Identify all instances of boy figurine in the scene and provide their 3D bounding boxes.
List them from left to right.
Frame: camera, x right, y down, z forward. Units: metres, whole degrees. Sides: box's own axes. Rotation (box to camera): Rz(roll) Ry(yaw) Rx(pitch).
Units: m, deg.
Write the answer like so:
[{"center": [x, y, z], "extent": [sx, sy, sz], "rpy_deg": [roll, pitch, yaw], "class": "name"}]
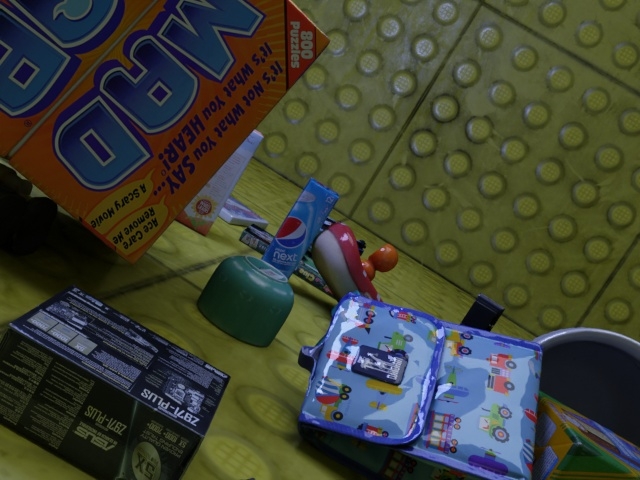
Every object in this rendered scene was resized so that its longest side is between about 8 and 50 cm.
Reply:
[{"center": [-0.446, -0.089, 0.967], "extent": [0.285, 0.092, 0.177], "rpy_deg": [40, 14, 28], "class": "boy figurine"}]

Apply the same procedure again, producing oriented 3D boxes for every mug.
[{"center": [-0.109, 0.076, 1.161], "extent": [0.129, 0.097, 0.158], "rpy_deg": [26, 10, -30], "class": "mug"}, {"center": [0.455, 0.312, 1.247], "extent": [0.374, 0.276, 0.328], "rpy_deg": [39, 2, 13], "class": "mug"}]

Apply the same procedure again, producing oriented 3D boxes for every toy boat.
[{"center": [0.087, 0.058, 1.540], "extent": [0.231, 0.151, 0.151], "rpy_deg": [59, -9, -26], "class": "toy boat"}]

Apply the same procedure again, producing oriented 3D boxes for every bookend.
[{"center": [0.361, 0.212, 1.823], "extent": [0.072, 0.157, 0.156], "rpy_deg": [33, 8, 12], "class": "bookend"}]

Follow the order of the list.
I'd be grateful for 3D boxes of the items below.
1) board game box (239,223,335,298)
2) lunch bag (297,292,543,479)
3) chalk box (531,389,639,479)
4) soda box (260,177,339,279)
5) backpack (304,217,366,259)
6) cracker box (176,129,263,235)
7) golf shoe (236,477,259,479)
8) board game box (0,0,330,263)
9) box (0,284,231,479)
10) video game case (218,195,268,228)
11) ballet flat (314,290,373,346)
[{"center": [-0.058, 0.046, 1.742], "extent": [0.259, 0.030, 0.136], "rpy_deg": [32, 7, 0], "class": "board game box"}, {"center": [0.109, 0.196, 0.965], "extent": [0.293, 0.138, 0.221], "rpy_deg": [22, 44, 1], "class": "lunch bag"}, {"center": [0.365, 0.353, 0.978], "extent": [0.289, 0.180, 0.179], "rpy_deg": [29, 9, -6], "class": "chalk box"}, {"center": [-0.045, -0.017, 1.527], "extent": [0.067, 0.210, 0.071], "rpy_deg": [30, 8, -6], "class": "soda box"}, {"center": [0.000, 0.000, 1.896], "extent": [0.173, 0.117, 0.158], "rpy_deg": [26, 11, -36], "class": "backpack"}, {"center": [-0.237, -0.149, 1.534], "extent": [0.155, 0.232, 0.067], "rpy_deg": [30, 9, -12], "class": "cracker box"}, {"center": [-0.031, 0.257, 0.552], "extent": [0.198, 0.077, 0.094], "rpy_deg": [29, 17, 34], "class": "golf shoe"}, {"center": [-0.270, -0.229, 1.017], "extent": [0.356, 0.356, 0.356], "rpy_deg": [42, -8, -13], "class": "board game box"}, {"center": [-0.182, 0.130, 0.678], "extent": [0.180, 0.078, 0.147], "rpy_deg": [31, 9, -4], "class": "box"}, {"center": [-0.239, -0.090, 1.891], "extent": [0.183, 0.023, 0.201], "rpy_deg": [35, 9, 19], "class": "video game case"}, {"center": [0.070, 0.169, 1.307], "extent": [0.124, 0.116, 0.342], "rpy_deg": [50, 5, 0], "class": "ballet flat"}]
